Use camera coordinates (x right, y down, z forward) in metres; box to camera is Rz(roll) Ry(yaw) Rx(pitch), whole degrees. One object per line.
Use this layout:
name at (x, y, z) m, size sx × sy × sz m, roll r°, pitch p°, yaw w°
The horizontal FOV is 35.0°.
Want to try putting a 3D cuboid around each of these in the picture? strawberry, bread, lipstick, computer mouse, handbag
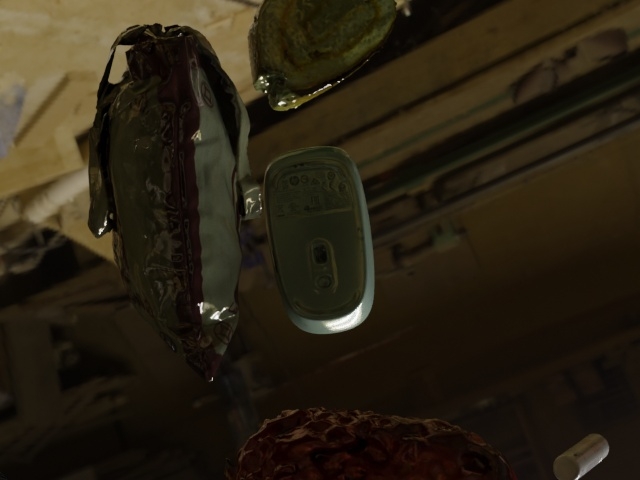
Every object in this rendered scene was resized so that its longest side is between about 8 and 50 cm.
strawberry at (0.042, 0.225, 0.827) m, size 0.244 × 0.205 × 0.205 m, roll -17°, pitch 171°, yaw 20°
bread at (-0.014, -0.324, 1.569) m, size 0.257 × 0.186 × 0.124 m, roll -48°, pitch -166°, yaw -7°
lipstick at (0.362, 0.302, 1.406) m, size 0.040 × 0.040 × 0.141 m, roll -28°, pitch 169°, yaw 30°
computer mouse at (0.001, 0.001, 1.579) m, size 0.159 × 0.289 × 0.097 m, roll -9°, pitch 177°, yaw 6°
handbag at (-0.106, -0.037, 0.744) m, size 0.127 × 0.235 × 0.213 m, roll -1°, pitch -167°, yaw -14°

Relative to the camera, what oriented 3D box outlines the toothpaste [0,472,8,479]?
toothpaste at (-0.420, 0.307, 1.246) m, size 0.083 × 0.027 × 0.019 m, roll -37°, pitch -162°, yaw 15°
